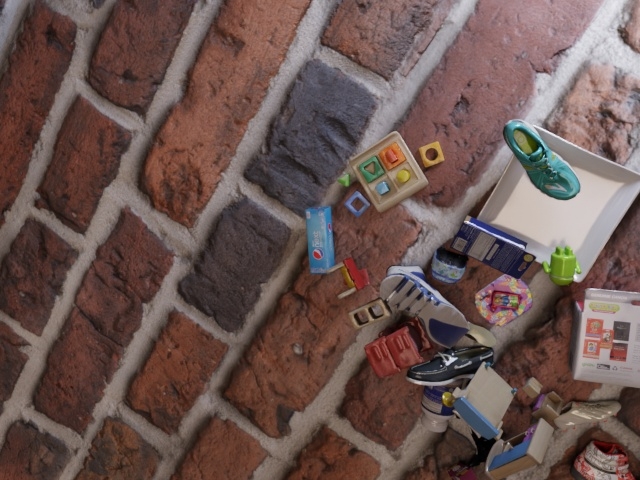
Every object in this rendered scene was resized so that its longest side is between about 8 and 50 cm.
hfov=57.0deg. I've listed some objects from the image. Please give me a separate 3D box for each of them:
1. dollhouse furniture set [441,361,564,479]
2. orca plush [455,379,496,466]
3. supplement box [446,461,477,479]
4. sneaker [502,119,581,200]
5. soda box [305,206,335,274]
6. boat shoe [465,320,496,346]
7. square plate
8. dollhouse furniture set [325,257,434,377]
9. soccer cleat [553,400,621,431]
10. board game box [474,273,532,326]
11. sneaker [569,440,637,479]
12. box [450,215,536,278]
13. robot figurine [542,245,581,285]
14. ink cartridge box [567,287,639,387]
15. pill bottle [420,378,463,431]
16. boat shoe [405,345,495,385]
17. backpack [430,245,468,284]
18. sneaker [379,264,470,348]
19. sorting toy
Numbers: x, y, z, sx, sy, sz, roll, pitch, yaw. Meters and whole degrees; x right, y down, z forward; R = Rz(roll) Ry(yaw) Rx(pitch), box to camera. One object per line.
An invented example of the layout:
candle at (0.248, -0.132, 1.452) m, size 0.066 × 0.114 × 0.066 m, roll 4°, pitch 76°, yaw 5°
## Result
dollhouse furniture set at (0.507, 0.500, 1.751) m, size 0.303 × 0.286 × 0.198 m, roll 43°, pitch 136°, yaw 5°
orca plush at (0.492, 0.587, 1.847) m, size 0.151 × 0.102 × 0.287 m, roll 10°, pitch 104°, yaw 14°
supplement box at (0.453, 0.753, 1.894) m, size 0.055 × 0.083 × 0.043 m, roll -30°, pitch 92°, yaw -18°
sneaker at (0.594, -0.214, 1.603) m, size 0.107 × 0.110 × 0.275 m, roll -44°, pitch 87°, yaw 19°
soda box at (0.000, 0.000, 1.886) m, size 0.067 × 0.071 × 0.210 m, roll -1°, pitch 101°, yaw 17°
boat shoe at (0.480, 0.286, 1.824) m, size 0.133 × 0.042 × 0.048 m, roll 27°, pitch 87°, yaw 9°
square plate at (0.670, -0.105, 1.686) m, size 0.347 × 0.049 × 0.343 m, roll 28°, pitch 108°, yaw 9°
dollhouse furniture set at (0.188, 0.213, 1.817) m, size 0.152 × 0.201 × 0.374 m, roll -27°, pitch 86°, yaw 19°
soccer cleat at (0.794, 0.511, 1.767) m, size 0.196 × 0.068 × 0.076 m, roll -26°, pitch 90°, yaw 22°
board game box at (0.556, 0.187, 1.786) m, size 0.169 × 0.033 × 0.133 m, roll -39°, pitch 89°, yaw 20°
sneaker at (0.905, 0.707, 1.760) m, size 0.270 × 0.090 × 0.144 m, roll 26°, pitch 109°, yaw 12°
box at (0.506, 0.023, 1.727) m, size 0.225 × 0.036 × 0.136 m, roll 27°, pitch 147°, yaw 10°
robot figurine at (0.681, 0.075, 1.659) m, size 0.101 × 0.067 × 0.115 m, roll -1°, pitch 104°, yaw 3°
ink cartridge box at (0.881, 0.264, 1.658) m, size 0.310 × 0.130 × 0.271 m, roll 5°, pitch 101°, yaw 15°
pill bottle at (0.377, 0.500, 1.858) m, size 0.112 × 0.112 × 0.186 m, roll 13°, pitch 105°, yaw 13°
boat shoe at (0.391, 0.371, 1.778) m, size 0.303 × 0.114 × 0.091 m, roll -3°, pitch 101°, yaw -28°
backpack at (0.383, 0.082, 1.770) m, size 0.105 × 0.114 × 0.084 m, roll 20°, pitch 111°, yaw 10°
sneaker at (0.314, 0.168, 1.791) m, size 0.316 × 0.182 × 0.127 m, roll 38°, pitch 114°, yaw -13°
sorting toy at (0.206, -0.207, 1.799) m, size 0.348 × 0.047 × 0.196 m, roll -31°, pitch 91°, yaw 19°
